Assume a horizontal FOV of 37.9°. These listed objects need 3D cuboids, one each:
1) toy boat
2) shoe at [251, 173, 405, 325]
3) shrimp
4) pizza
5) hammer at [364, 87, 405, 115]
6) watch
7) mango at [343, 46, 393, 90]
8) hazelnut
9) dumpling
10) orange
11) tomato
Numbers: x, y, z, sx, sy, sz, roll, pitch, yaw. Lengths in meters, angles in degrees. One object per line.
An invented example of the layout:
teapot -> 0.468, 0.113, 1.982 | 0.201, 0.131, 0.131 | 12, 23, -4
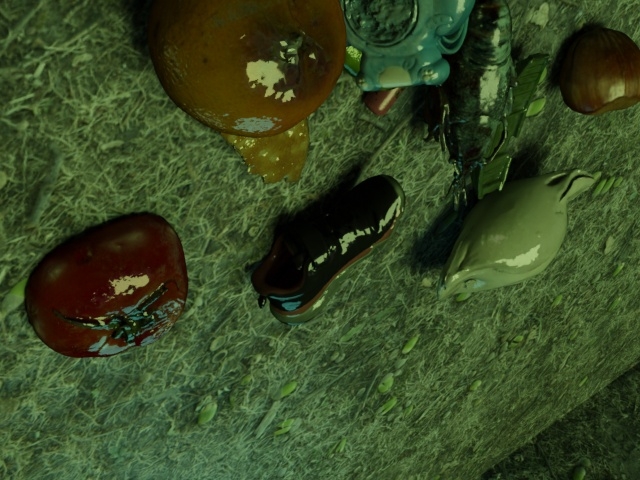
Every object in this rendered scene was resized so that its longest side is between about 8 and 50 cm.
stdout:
toy boat -> 0.314, -0.202, 1.592 | 0.093, 0.055, 0.293 | -22, 142, -32
shoe -> 0.000, 0.000, 1.419 | 0.291, 0.114, 0.137 | -47, 143, 10
shrimp -> 0.241, -0.214, 1.406 | 0.172, 0.137, 0.372 | -13, 138, -16
pizza -> -0.078, -0.150, 1.197 | 0.127, 0.058, 0.246 | -52, 148, 7
hammer -> 0.098, -0.219, 1.339 | 0.083, 0.043, 0.043 | -54, 147, 11
watch -> 0.107, -0.290, 1.122 | 0.193, 0.211, 0.211 | -43, 158, -53
mango -> 0.060, -0.256, 1.225 | 0.091, 0.074, 0.165 | -46, 136, 12
hazelnut -> 0.492, -0.293, 1.622 | 0.150, 0.150, 0.150 | -30, 145, -23
dumpling -> 0.352, 0.002, 1.767 | 0.341, 0.181, 0.260 | -60, 174, -13
orange -> -0.071, -0.218, 1.000 | 0.224, 0.170, 0.224 | -15, 115, -35
tomato -> -0.258, 0.080, 1.217 | 0.228, 0.101, 0.228 | -31, 149, -21
